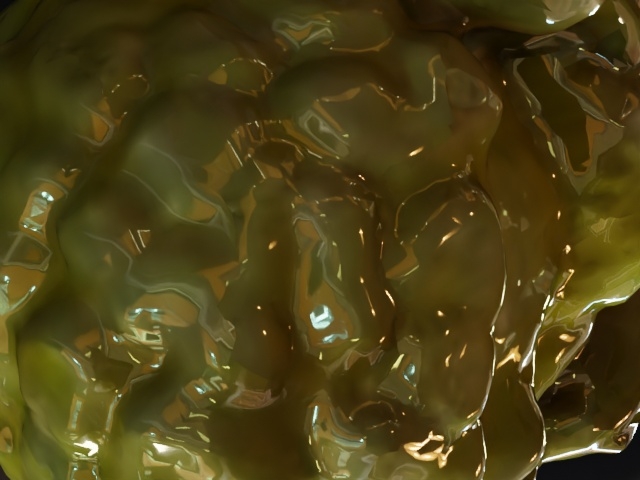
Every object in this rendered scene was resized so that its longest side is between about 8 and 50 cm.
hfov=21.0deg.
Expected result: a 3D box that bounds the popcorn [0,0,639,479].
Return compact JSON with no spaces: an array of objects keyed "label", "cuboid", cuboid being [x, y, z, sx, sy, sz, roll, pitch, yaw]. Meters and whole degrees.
[{"label":"popcorn","cuboid":[0.000,0.000,0.485,0.251,0.206,0.237,-40,148,24]}]
